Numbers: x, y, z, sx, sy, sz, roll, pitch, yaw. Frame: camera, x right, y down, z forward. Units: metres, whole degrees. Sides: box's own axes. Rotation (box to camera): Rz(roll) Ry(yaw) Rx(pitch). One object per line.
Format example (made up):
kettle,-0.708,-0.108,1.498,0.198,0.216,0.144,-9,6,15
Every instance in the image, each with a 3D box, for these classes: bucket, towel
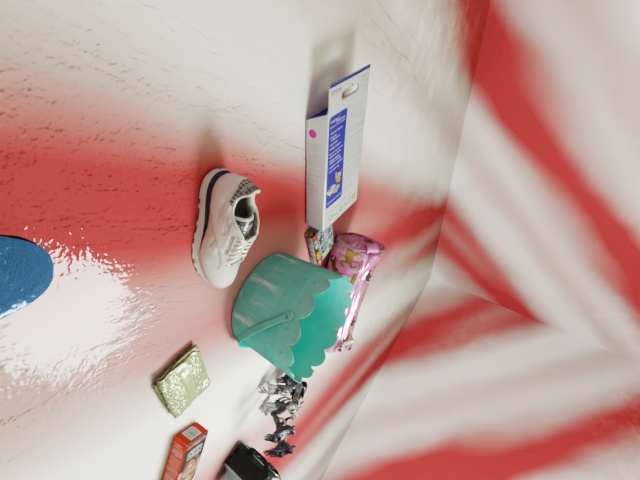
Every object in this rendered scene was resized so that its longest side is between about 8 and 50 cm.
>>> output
bucket,-0.064,0.172,0.955,0.281,0.183,0.281,-46,149,-39
towel,-0.273,0.287,0.811,0.110,0.027,0.148,-45,149,-39

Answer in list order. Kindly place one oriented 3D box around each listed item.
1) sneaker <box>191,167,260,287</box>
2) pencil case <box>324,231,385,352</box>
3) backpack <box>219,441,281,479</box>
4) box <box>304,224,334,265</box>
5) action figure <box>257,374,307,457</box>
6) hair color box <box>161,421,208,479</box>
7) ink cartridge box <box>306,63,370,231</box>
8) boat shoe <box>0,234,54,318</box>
sneaker,-0.158,-0.004,0.703,0.090,0.095,0.235,-39,146,-50
pencil case,0.076,0.161,1.260,0.160,0.167,0.385,-17,126,-60
backpack,-0.199,0.716,1.192,0.144,0.166,0.188,-50,148,-28
box,0.000,0.000,1.125,0.094,0.027,0.137,-53,153,-27
action figure,-0.115,0.477,1.198,0.275,0.141,0.164,-79,168,-56
hair color box,-0.307,0.492,0.909,0.072,0.043,0.141,-8,120,-64
ink cartridge box,0.037,-0.214,0.961,0.176,0.069,0.370,-44,151,-40
boat shoe,-0.365,0.034,0.316,0.258,0.089,0.108,-10,107,-57
